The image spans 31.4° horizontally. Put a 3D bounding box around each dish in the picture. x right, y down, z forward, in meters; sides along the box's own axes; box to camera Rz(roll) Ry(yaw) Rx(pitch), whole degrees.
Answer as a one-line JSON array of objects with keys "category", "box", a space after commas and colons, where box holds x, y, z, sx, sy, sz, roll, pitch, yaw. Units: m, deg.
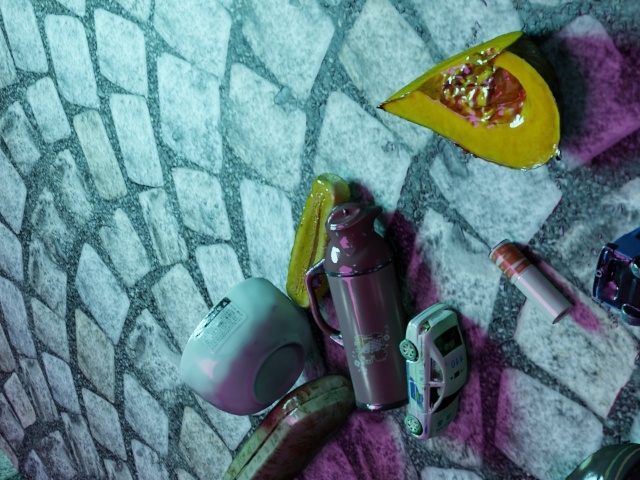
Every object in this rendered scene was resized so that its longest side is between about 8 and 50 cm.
[{"category": "dish", "box": [-0.110, 0.200, 1.978, 0.117, 0.256, 0.256, 33, 133, 33]}]

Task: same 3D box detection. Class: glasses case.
[{"category": "glasses case", "box": [-0.062, 0.373, 2.101, 0.098, 0.156, 0.425, 58, 144, 19]}]

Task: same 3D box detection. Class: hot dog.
[{"category": "hot dog", "box": [-0.001, 0.002, 1.885, 0.088, 0.061, 0.286, 47, 142, 24]}]

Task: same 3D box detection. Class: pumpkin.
[{"category": "pumpkin", "box": [0.226, -0.171, 1.475, 0.278, 0.111, 0.163, -16, 113, 53]}]

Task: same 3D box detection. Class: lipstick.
[{"category": "lipstick", "box": [0.288, 0.055, 1.565, 0.130, 0.038, 0.038, 49, 142, 21]}]

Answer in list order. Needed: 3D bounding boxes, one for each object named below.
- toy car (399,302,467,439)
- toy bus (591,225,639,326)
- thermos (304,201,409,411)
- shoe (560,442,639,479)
[{"category": "toy car", "box": [0.180, 0.209, 1.752, 0.076, 0.090, 0.224, 17, 124, 39]}, {"category": "toy bus", "box": [0.422, 0.059, 1.336, 0.185, 0.106, 0.090, 30, 136, 32]}, {"category": "thermos", "box": [0.064, 0.098, 1.812, 0.136, 0.109, 0.330, 2, 112, 42]}, {"category": "shoe", "box": [0.358, 0.407, 1.568, 0.237, 0.171, 0.384, 23, 135, 38]}]
